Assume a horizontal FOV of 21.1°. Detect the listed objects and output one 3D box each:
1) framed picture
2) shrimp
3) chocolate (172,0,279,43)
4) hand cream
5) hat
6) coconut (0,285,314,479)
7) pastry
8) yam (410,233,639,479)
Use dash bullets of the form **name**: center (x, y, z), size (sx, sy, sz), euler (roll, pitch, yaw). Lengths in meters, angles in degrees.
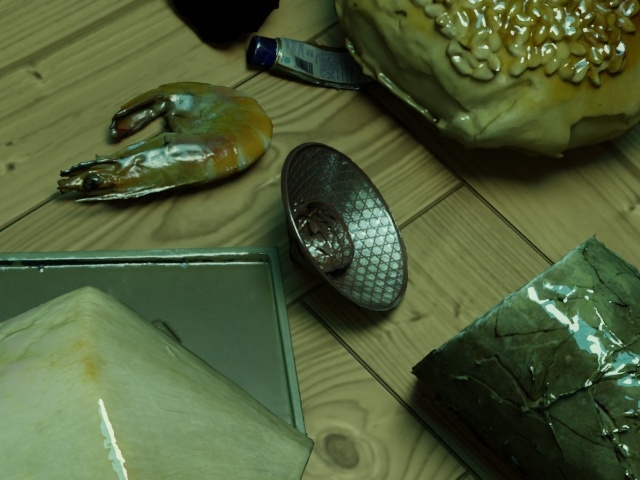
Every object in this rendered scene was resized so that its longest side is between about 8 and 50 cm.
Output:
- **framed picture**: center (-0.180, 0.107, 1.689), size (0.315, 0.024, 0.232), euler (0, 56, -13)
- **shrimp**: center (-0.167, -0.104, 1.816), size (0.248, 0.068, 0.150), euler (-24, 51, -31)
- **chocolate**: center (-0.085, -0.310, 1.938), size (0.156, 0.156, 0.133), euler (41, 43, 17)
- **hand cream**: center (0.000, -0.202, 1.934), size (0.163, 0.039, 0.062), euler (7, 53, -14)
- **hat**: center (0.000, 0.000, 1.769), size (0.193, 0.082, 0.193), euler (36, 39, -36)
- **coconut**: center (-0.193, 0.242, 1.396), size (0.415, 0.344, 0.415), euler (-2, 73, 7)
- **pastry**: center (0.212, -0.278, 1.884), size (0.409, 0.245, 0.410), euler (10, 51, -12)
- **yam**: center (0.273, 0.166, 1.616), size (0.241, 0.241, 0.348), euler (-35, 72, -29)
